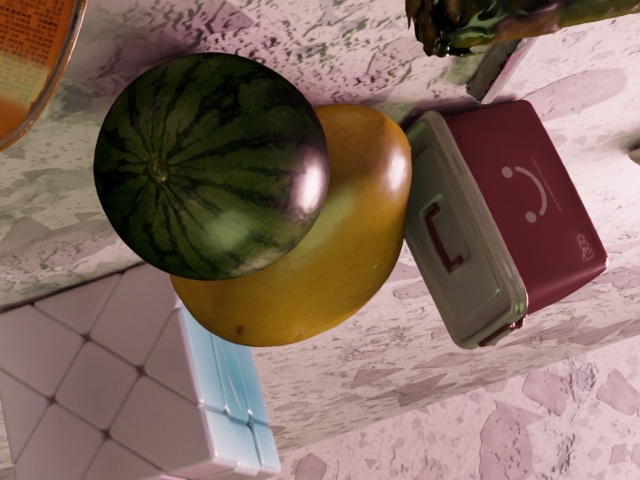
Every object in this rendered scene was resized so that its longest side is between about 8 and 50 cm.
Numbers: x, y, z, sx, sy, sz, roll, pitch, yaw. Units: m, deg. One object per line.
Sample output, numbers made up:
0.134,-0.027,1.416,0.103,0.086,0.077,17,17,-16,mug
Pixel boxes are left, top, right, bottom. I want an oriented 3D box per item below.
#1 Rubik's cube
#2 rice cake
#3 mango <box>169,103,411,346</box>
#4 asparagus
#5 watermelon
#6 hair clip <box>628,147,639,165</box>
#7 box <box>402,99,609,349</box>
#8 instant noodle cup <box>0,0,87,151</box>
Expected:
-0.281,0.244,2.099,0.319,0.321,0.316,-19,160,11,Rubik's cube
0.210,-0.207,1.555,0.033,0.033,0.207,-19,165,-17,rice cake
-0.022,-0.015,1.671,0.301,0.220,0.445,-1,155,-28,mango
0.268,-0.265,1.289,0.382,0.128,0.108,-13,-161,-7,asparagus
-0.111,-0.074,1.393,0.242,0.242,0.242,-13,162,-4,watermelon
0.597,-0.134,1.971,0.282,0.113,0.172,-25,160,16,hair clip
0.218,-0.028,1.720,0.167,0.294,0.193,-17,166,-27,box
-0.293,-0.187,0.959,0.182,0.230,0.230,12,150,-37,instant noodle cup
